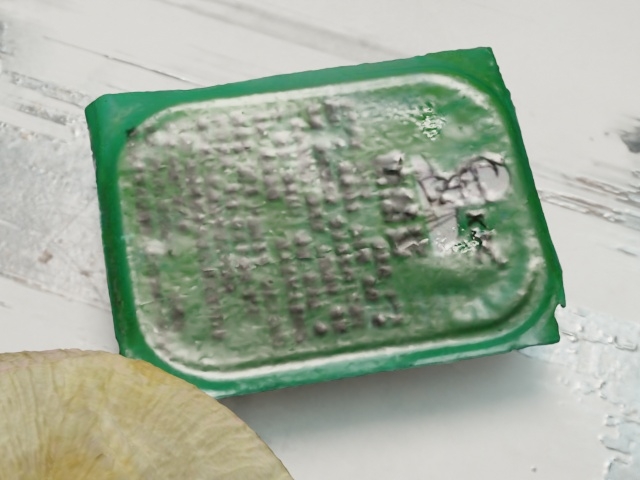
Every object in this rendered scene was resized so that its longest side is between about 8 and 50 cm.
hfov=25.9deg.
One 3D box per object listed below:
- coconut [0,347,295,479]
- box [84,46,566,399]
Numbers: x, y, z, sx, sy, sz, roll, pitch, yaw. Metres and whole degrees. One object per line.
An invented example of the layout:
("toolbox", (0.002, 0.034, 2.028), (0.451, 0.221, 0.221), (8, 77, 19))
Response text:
("coconut", (-0.168, 0.247, 0.816), (0.405, 0.404, 0.404), (1, 64, -3))
("box", (0.000, 0.000, 1.087), (0.337, 0.106, 0.264), (-8, 66, -8))
